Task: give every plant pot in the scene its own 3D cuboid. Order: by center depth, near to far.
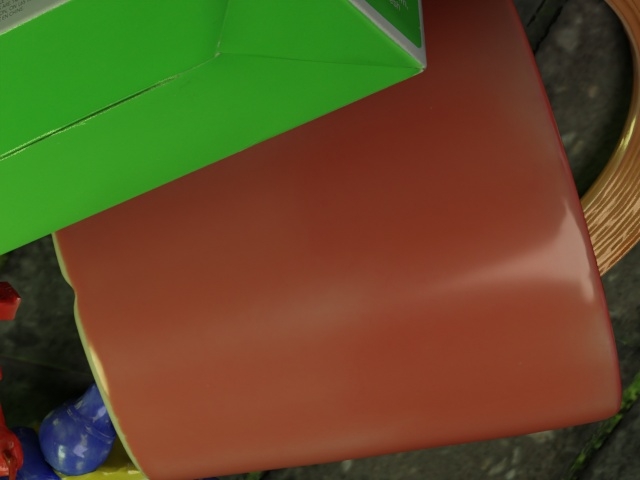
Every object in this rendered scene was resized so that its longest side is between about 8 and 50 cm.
[{"bbox_3d":[0.000,0.000,1.007,0.243,0.275,0.275,-18,131,1],"label":"plant pot"}]

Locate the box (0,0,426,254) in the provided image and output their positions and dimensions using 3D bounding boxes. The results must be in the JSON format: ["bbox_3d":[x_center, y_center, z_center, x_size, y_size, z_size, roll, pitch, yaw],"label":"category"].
[{"bbox_3d":[-0.104,-0.144,0.818,0.262,0.231,0.127,-23,143,27],"label":"box"}]

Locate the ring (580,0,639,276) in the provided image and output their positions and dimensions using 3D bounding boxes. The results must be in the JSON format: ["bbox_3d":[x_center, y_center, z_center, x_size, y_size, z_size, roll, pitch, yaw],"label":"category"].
[{"bbox_3d":[0.087,-0.071,1.170,0.337,0.032,0.336,-13,130,-16],"label":"ring"}]

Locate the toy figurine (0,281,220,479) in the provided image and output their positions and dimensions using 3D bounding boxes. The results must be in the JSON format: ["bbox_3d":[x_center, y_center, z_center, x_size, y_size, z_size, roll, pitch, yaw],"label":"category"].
[{"bbox_3d":[-0.153,0.194,1.165,0.217,0.191,0.362,1,125,-31],"label":"toy figurine"}]
